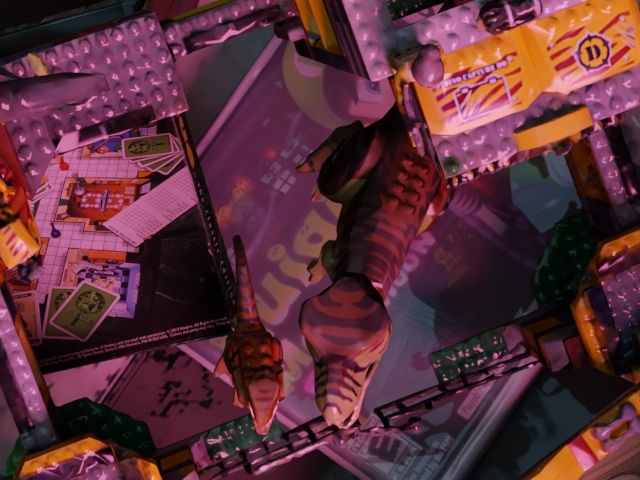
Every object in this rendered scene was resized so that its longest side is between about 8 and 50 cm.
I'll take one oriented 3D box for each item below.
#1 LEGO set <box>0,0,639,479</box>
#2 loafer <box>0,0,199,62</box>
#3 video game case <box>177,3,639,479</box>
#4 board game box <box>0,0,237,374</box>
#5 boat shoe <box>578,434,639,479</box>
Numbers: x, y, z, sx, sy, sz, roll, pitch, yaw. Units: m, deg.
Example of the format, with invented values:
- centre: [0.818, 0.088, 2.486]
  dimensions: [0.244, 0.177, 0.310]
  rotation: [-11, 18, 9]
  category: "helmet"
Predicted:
- centre: [0.000, 0.000, 0.612]
  dimensions: [0.331, 0.192, 0.255]
  rotation: [-13, 100, -6]
  category: "LEGO set"
- centre: [-0.104, -0.154, 0.770]
  dimensions: [0.134, 0.130, 0.366]
  rotation: [33, 90, 18]
  category: "loafer"
- centre: [0.029, -0.011, 0.766]
  dimensions: [0.173, 0.022, 0.190]
  rotation: [34, 89, 18]
  category: "video game case"
- centre: [-0.171, -0.001, 0.740]
  dimensions: [0.260, 0.030, 0.136]
  rotation: [-13, 105, 12]
  category: "board game box"
- centre: [0.078, 0.116, 0.712]
  dimensions: [0.153, 0.056, 0.048]
  rotation: [-32, 82, -5]
  category: "boat shoe"
